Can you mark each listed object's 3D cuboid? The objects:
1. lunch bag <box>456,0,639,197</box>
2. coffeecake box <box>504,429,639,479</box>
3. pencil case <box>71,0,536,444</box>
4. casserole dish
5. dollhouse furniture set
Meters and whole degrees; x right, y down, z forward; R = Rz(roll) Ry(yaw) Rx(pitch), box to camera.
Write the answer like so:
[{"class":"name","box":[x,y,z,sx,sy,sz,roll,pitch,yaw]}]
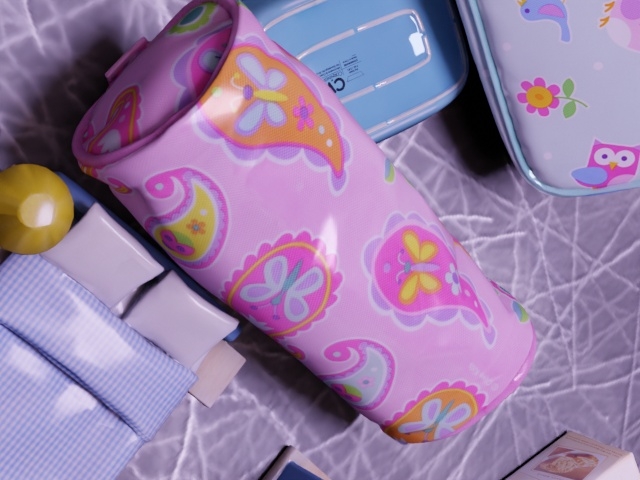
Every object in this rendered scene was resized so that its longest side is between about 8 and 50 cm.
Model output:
[{"class":"lunch bag","box":[0.180,-0.171,0.636,0.108,0.224,0.279,-66,140,-57]},{"class":"coffeecake box","box":[0.148,0.244,0.742,0.185,0.068,0.142,-30,108,-22]},{"class":"pencil case","box":[0.000,0.000,0.598,0.284,0.124,0.124,43,75,-32]},{"class":"casserole dish","box":[0.019,-0.109,0.662,0.188,0.037,0.114,-26,105,-23]},{"class":"dollhouse furniture set","box":[-0.112,0.154,0.524,0.303,0.198,0.286,45,74,-23]}]
